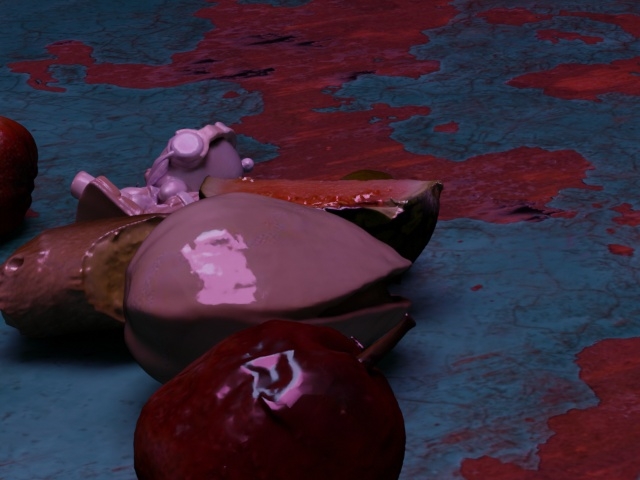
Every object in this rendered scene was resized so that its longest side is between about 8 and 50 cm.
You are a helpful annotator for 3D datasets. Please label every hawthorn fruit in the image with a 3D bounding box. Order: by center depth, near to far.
[{"bbox_3d":[-0.016,0.160,1.447,0.266,0.210,0.230,-39,12,0],"label":"hawthorn fruit"},{"bbox_3d":[-0.449,-0.080,2.122,0.194,0.157,0.157,0,23,-1],"label":"hawthorn fruit"}]

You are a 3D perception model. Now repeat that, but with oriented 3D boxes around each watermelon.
[{"bbox_3d":[-0.033,-0.018,1.896,0.303,0.159,0.128,2,-21,30],"label":"watermelon"}]

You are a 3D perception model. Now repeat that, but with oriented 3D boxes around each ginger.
[{"bbox_3d":[-0.227,0.040,1.874,0.276,0.130,0.221,0,-7,-31],"label":"ginger"}]

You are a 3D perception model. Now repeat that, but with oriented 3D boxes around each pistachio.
[{"bbox_3d":[-0.049,0.055,1.725,0.332,0.207,0.226,-2,2,-39],"label":"pistachio"}]

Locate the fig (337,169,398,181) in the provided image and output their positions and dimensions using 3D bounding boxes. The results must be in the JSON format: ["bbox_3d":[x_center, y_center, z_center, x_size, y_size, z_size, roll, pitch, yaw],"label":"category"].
[{"bbox_3d":[0.000,0.000,2.017,0.236,0.124,0.124,-20,20,12],"label":"fig"}]

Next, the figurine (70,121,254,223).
[{"bbox_3d":[-0.182,-0.064,2.080,0.141,0.162,0.237,40,53,17],"label":"figurine"}]
